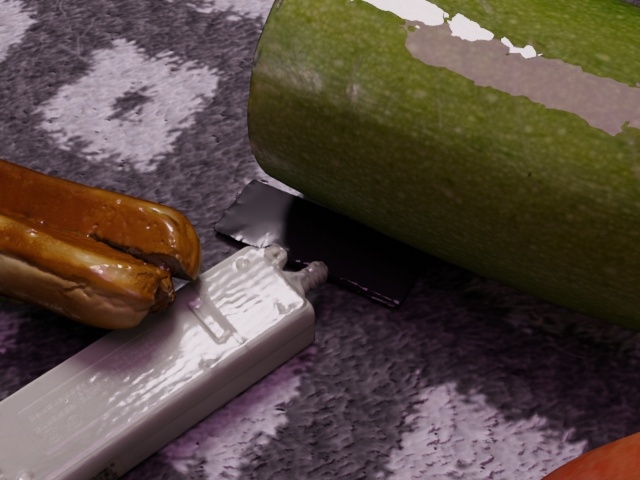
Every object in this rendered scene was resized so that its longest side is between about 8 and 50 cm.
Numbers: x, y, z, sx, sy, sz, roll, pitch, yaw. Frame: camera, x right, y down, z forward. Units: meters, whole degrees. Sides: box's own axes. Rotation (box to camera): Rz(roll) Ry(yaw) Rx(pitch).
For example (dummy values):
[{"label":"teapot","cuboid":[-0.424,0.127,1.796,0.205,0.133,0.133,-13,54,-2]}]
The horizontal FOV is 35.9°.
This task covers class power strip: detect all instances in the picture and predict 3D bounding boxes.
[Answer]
[{"label":"power strip","cuboid":[-0.132,0.109,0.818,0.338,0.058,0.098,-33,56,-20]}]

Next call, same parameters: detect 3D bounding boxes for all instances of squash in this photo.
[{"label":"squash","cuboid":[0.159,-0.098,0.835,0.384,0.263,0.263,25,57,20]}]

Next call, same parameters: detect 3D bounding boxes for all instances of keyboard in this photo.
[{"label":"keyboard","cuboid":[0.000,0.001,0.922,0.196,0.015,0.074,22,53,19]}]

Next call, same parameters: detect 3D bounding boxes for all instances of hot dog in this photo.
[{"label":"hot dog","cuboid":[-0.256,0.001,0.872,0.337,0.100,0.135,15,40,28]}]

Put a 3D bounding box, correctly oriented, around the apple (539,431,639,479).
[{"label":"apple","cuboid":[0.228,0.259,0.499,0.363,0.364,0.364,-2,52,2]}]
